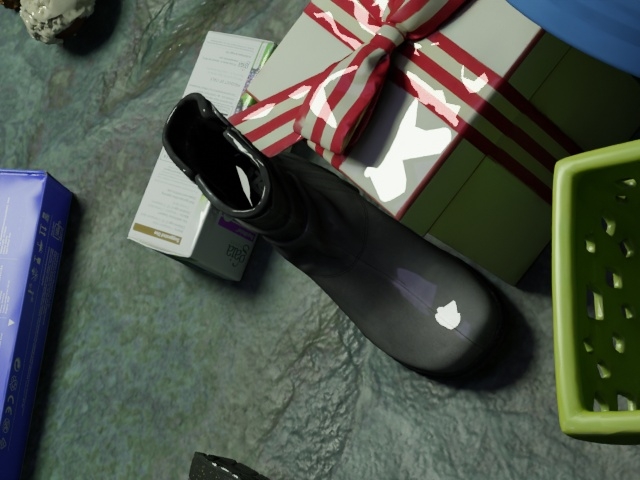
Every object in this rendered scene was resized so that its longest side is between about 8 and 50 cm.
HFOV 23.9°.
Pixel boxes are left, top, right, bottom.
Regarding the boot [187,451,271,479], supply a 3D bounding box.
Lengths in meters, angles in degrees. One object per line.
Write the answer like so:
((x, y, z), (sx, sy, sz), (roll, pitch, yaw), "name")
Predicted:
((-0.061, 0.312, 1.411), (0.246, 0.083, 0.161), (21, 91, 44), "boot")

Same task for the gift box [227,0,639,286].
((0.094, -0.136, 1.350), (0.276, 0.258, 0.255), (36, 94, 36), "gift box")

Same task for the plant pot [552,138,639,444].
((0.321, 0.051, 1.161), (0.228, 0.207, 0.227), (-9, 69, 30), "plant pot")

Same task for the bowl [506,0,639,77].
((0.290, -0.232, 1.203), (0.391, 0.391, 0.077), (49, 135, 36), "bowl")

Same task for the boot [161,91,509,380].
((0.000, 0.000, 1.383), (0.338, 0.223, 0.118), (34, 93, 37), "boot")

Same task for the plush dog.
((-0.339, -0.387, 1.793), (0.262, 0.211, 0.225), (-60, 26, -2), "plush dog")

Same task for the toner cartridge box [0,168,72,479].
((-0.391, 0.094, 1.677), (0.165, 0.075, 0.347), (4, 74, 17), "toner cartridge box")

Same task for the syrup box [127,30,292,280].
((-0.099, -0.087, 1.562), (0.096, 0.093, 0.236), (16, 82, 36), "syrup box")
